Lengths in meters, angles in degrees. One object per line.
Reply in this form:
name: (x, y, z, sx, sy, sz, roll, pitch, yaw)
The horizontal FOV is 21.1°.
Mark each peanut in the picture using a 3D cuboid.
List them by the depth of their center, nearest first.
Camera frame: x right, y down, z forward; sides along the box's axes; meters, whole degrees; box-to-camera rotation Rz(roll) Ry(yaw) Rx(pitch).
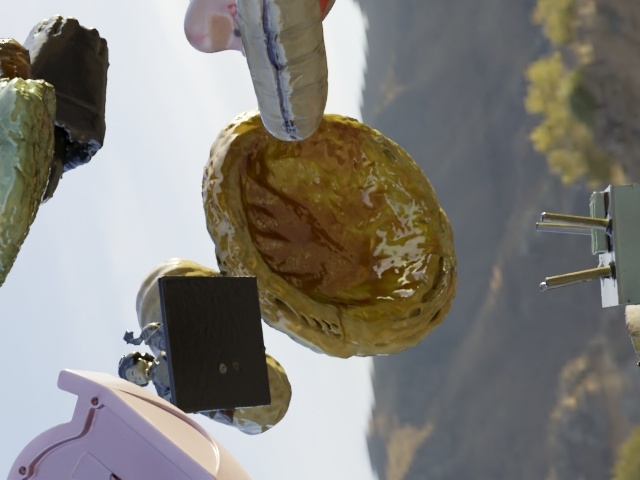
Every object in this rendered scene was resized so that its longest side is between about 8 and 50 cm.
peanut: (-0.143, 0.150, 2.351, 0.140, 0.153, 0.325, 35, 165, 51)

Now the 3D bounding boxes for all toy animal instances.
toy animal: (-0.067, -0.262, 1.658, 0.197, 0.171, 0.171, 51, 180, 17)

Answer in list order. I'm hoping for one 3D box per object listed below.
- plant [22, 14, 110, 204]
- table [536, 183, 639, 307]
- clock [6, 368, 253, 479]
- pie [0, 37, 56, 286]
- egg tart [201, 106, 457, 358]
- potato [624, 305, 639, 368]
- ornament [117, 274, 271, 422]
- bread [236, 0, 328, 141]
plant: (-0.347, -0.152, 2.148, 0.142, 0.164, 0.256, 31, -114, -21)
table: (0.288, 0.011, 1.816, 0.240, 0.111, 0.121, 30, -123, -83)
clock: (-0.166, 0.297, 1.543, 0.275, 0.290, 0.080, -61, -25, 8)
pie: (-0.348, -0.064, 1.824, 0.257, 0.105, 0.274, -69, 23, 17)
egg tart: (0.000, 0.000, 2.262, 0.169, 0.388, 0.387, -47, 39, 45)
potato: (0.525, 0.140, 2.197, 0.299, 0.239, 0.116, 60, 142, 31)
ornament: (-0.181, 0.137, 1.976, 0.153, 0.196, 0.166, 1, -101, -47)
bread: (-0.031, -0.175, 1.468, 0.053, 0.073, 0.214, -124, 23, -53)
